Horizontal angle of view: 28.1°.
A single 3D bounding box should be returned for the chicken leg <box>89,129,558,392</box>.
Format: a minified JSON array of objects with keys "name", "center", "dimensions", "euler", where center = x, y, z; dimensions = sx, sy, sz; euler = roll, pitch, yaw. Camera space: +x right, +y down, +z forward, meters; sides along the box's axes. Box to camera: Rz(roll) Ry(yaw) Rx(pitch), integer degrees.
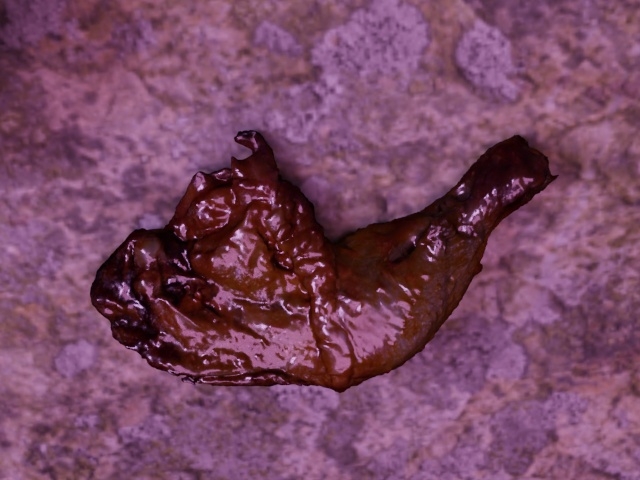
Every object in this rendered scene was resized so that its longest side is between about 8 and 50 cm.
[{"name":"chicken leg","center":[0.003,0.012,0.889],"dimensions":[0.322,0.083,0.177],"euler":[1,99,-2]}]
